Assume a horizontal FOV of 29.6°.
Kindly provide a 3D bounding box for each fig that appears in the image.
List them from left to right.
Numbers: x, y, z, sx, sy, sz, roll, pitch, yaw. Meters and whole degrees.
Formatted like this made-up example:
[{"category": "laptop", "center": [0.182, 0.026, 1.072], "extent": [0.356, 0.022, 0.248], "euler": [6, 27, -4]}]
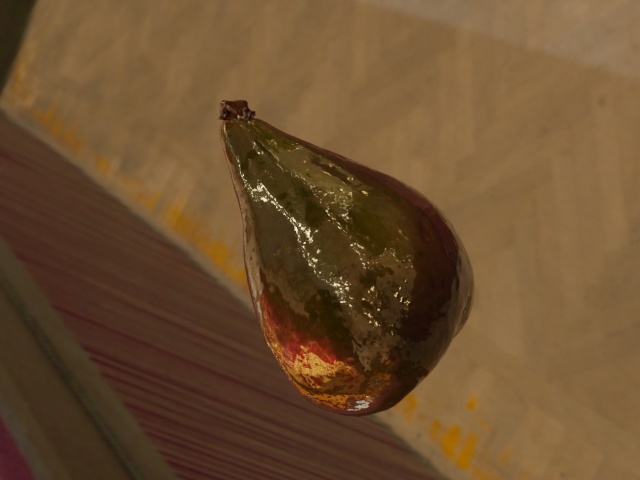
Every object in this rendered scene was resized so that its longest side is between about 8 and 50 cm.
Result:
[{"category": "fig", "center": [0.012, 0.001, 0.678], "extent": [0.133, 0.185, 0.126], "euler": [-36, 21, -33]}]
